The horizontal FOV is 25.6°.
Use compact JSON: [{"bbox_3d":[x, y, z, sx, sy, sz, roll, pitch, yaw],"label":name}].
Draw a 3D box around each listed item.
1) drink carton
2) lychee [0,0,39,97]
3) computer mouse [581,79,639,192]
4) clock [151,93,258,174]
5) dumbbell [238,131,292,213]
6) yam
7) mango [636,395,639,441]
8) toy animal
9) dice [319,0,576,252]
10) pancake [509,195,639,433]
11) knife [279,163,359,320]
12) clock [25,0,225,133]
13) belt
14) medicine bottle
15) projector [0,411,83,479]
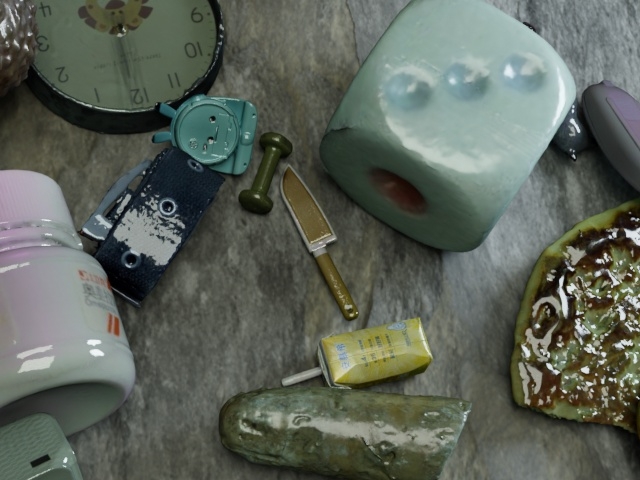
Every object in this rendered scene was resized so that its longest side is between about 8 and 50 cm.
[{"bbox_3d":[0.046,0.162,1.915,0.200,0.074,0.084,-12,71,-15],"label":"drink carton"},{"bbox_3d":[-0.523,-0.292,1.877,0.300,0.300,0.300,3,69,-8],"label":"lychee"},{"bbox_3d":[0.466,-0.137,2.083,0.120,0.057,0.232,-2,54,-42],"label":"computer mouse"},{"bbox_3d":[-0.166,-0.155,1.994,0.147,0.045,0.108,9,96,-11],"label":"clock"},{"bbox_3d":[-0.078,-0.096,2.007,0.046,0.052,0.118,1,63,35],"label":"dumbbell"},{"bbox_3d":[0.030,0.254,1.846,0.330,0.133,0.133,7,68,-3],"label":"yam"},{"bbox_3d":[0.509,0.210,1.914,0.125,0.111,0.233,38,69,-10],"label":"mango"},{"bbox_3d":[0.341,-0.221,2.089,0.210,0.117,0.121,44,63,11],"label":"toy animal"},{"bbox_3d":[0.177,-0.162,1.953,0.268,0.264,0.262,34,71,6],"label":"dice"},{"bbox_3d":[0.441,0.102,2.019,0.305,0.067,0.427,30,66,-5],"label":"pancake"},{"bbox_3d":[0.000,0.000,1.997,0.046,0.022,0.256,-24,70,-8],"label":"knife"},{"bbox_3d":[-0.293,-0.305,2.049,0.312,0.061,0.312,3,68,-8],"label":"clock"},{"bbox_3d":[-0.234,-0.035,1.916,0.128,0.122,0.218,36,64,-5],"label":"belt"},{"bbox_3d":[-0.385,0.087,1.785,0.241,0.241,0.302,-16,66,-14],"label":"medicine bottle"},{"bbox_3d":[-0.406,0.343,1.700,0.250,0.198,0.108,-25,45,-17],"label":"projector"}]
